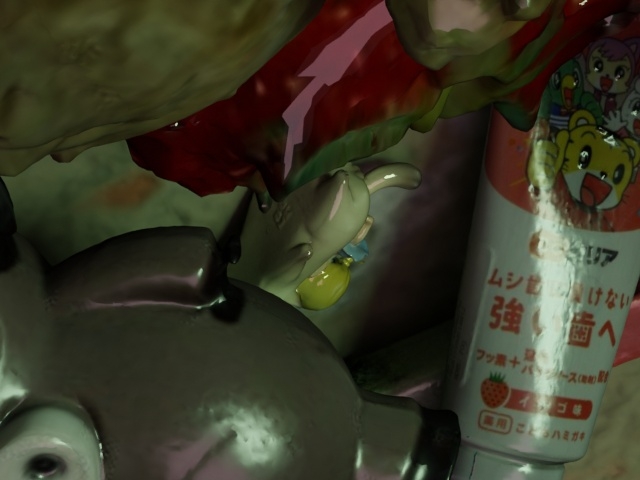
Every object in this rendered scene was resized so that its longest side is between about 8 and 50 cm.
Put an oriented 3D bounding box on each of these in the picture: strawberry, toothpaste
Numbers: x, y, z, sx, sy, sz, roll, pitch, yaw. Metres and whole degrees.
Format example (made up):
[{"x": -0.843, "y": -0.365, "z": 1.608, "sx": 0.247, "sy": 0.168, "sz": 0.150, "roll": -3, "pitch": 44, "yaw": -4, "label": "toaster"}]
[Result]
[{"x": 0.002, "y": -0.116, "z": 0.545, "sx": 0.187, "sy": 0.184, "sz": 0.201, "roll": -16, "pitch": 97, "yaw": 5, "label": "strawberry"}, {"x": 0.088, "y": 0.004, "z": 0.683, "sx": 0.089, "sy": 0.057, "sz": 0.234, "roll": 10, "pitch": 96, "yaw": -20, "label": "toothpaste"}]

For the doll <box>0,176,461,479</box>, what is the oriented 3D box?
[{"x": -0.087, "y": 0.067, "z": 0.644, "sx": 0.257, "sy": 0.117, "sz": 0.182, "roll": 18, "pitch": 116, "yaw": -15, "label": "doll"}]

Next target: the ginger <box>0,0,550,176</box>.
[{"x": -0.112, "y": -0.129, "z": 0.412, "sx": 0.256, "sy": 0.375, "sz": 0.176, "roll": -60, "pitch": 163, "yaw": -13, "label": "ginger"}]

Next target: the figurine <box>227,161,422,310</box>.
[{"x": 0.000, "y": 0.000, "z": 0.694, "sx": 0.050, "sy": 0.047, "sz": 0.083, "roll": 18, "pitch": 124, "yaw": -34, "label": "figurine"}]

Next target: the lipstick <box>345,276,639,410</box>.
[{"x": 0.009, "y": 0.075, "z": 0.744, "sx": 0.312, "sy": 0.051, "sz": 0.051, "roll": -23, "pitch": 124, "yaw": 2, "label": "lipstick"}]
